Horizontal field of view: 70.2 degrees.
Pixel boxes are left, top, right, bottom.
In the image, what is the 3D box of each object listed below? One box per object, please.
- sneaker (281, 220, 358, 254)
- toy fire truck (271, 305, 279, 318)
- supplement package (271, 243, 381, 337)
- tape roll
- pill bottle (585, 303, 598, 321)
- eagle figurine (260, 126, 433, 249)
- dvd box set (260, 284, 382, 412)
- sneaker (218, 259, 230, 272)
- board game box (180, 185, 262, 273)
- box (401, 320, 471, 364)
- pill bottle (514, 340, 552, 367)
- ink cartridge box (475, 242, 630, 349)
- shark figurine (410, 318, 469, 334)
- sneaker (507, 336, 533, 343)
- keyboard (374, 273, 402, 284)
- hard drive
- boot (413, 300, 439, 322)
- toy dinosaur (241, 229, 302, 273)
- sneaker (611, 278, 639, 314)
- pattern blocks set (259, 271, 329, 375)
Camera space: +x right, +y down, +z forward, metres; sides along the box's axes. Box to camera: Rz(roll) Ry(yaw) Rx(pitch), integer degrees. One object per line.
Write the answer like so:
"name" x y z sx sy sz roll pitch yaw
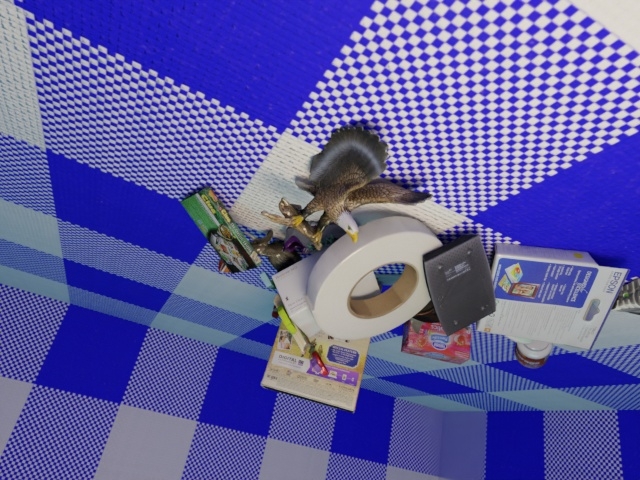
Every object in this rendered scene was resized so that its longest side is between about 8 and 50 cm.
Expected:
"sneaker" 0.000 0.000 1.266 0.223 0.098 0.083 0 152 24
"toy fire truck" -0.139 0.311 2.019 0.135 0.047 0.192 17 153 -6
"supplement package" 0.024 0.138 1.345 0.261 0.145 0.204 -29 148 -1
"tape roll" 0.151 0.111 1.203 0.391 0.072 0.393 -15 134 -16
"pill bottle" 0.752 0.245 1.416 0.111 0.112 0.186 21 153 -18
"eagle figurine" 0.061 -0.099 0.994 0.298 0.225 0.226 -38 176 22
"dvd box set" 0.013 0.313 1.505 0.307 0.421 0.062 12 154 9
"sneaker" -0.308 0.075 1.618 0.067 0.064 0.175 3 166 -30
"board game box" -0.280 -0.024 1.285 0.136 0.030 0.260 -13 115 46
"box" 0.469 0.408 1.854 0.256 0.128 0.123 12 155 1
"pill bottle" 0.785 0.388 1.682 0.121 0.121 0.216 1 152 21
"ink cartridge box" 0.603 0.152 1.228 0.306 0.072 0.304 6 129 11
"shark figurine" 0.393 0.292 1.674 0.277 0.116 0.166 9 156 11
"sneaker" 0.604 0.215 1.375 0.256 0.094 0.151 44 144 -11
"keyboard" 0.188 0.132 1.556 0.255 0.014 0.072 -3 145 28
"hard drive" 0.357 0.114 1.181 0.171 0.054 0.255 -26 118 -5
"boot" 0.384 0.215 1.541 0.082 0.106 0.219 25 157 -16
"toy dinosaur" -0.108 0.059 1.423 0.121 0.160 0.313 -37 151 11
"sneaker" 0.889 0.154 1.223 0.132 0.086 0.228 13 165 -12
"pattern blocks set" -0.082 0.248 1.351 0.026 0.325 0.285 -31 156 -2
